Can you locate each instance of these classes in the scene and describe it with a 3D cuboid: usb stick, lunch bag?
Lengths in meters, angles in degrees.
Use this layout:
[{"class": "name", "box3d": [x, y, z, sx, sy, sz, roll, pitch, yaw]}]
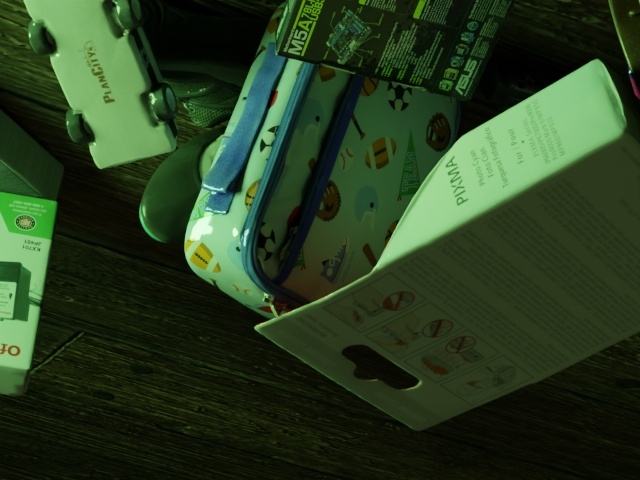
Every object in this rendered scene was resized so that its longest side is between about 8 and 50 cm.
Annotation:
[{"class": "usb stick", "box3d": [0.287, -0.117, 1.803, 0.278, 0.077, 0.045, 16, 116, -17]}, {"class": "lunch bag", "box3d": [0.002, -0.061, 1.723, 0.115, 0.303, 0.243, 9, 163, 39]}]

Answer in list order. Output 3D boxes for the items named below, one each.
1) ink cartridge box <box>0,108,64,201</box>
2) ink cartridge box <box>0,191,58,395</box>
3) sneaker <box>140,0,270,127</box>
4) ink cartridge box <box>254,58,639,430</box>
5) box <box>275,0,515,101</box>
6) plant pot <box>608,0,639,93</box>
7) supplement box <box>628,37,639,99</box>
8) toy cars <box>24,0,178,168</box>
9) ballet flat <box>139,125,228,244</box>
[{"class": "ink cartridge box", "box3d": [-0.489, -0.114, 2.037, 0.303, 0.072, 0.307, -3, 156, 24]}, {"class": "ink cartridge box", "box3d": [-0.381, 0.053, 2.048, 0.153, 0.208, 0.087, 9, 155, -10]}, {"class": "sneaker", "box3d": [-0.143, -0.169, 1.789, 0.227, 0.087, 0.130, 8, 150, -15]}, {"class": "ink cartridge box", "box3d": [0.170, 0.022, 1.702, 0.385, 0.091, 0.308, -28, 144, 21]}, {"class": "box", "box3d": [0.074, -0.221, 1.580, 0.184, 0.045, 0.191, 14, 129, -10]}, {"class": "plant pot", "box3d": [0.326, -0.199, 1.488, 0.165, 0.167, 0.167, -18, 152, 2]}, {"class": "supplement box", "box3d": [0.350, -0.148, 1.668, 0.111, 0.114, 0.220, -2, 156, 19]}, {"class": "toy cars", "box3d": [-0.281, -0.217, 1.658, 0.393, 0.087, 0.176, 30, 121, -12]}, {"class": "ballet flat", "box3d": [-0.058, -0.084, 1.815, 0.096, 0.280, 0.095, -30, 91, 49]}]
